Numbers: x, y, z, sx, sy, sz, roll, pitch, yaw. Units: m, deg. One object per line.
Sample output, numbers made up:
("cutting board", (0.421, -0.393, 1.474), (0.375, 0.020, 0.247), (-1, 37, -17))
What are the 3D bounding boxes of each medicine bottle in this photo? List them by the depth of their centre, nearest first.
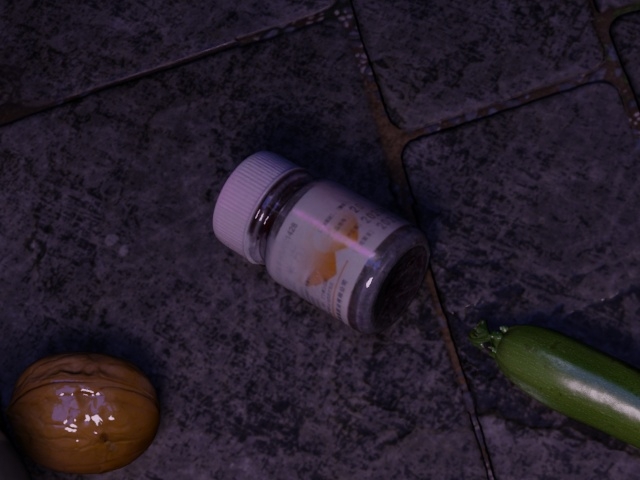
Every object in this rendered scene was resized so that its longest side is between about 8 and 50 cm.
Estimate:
("medicine bottle", (0.000, 0.000, 2.027), (0.273, 0.165, 0.165), (29, 75, 24))

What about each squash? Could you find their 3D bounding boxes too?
("squash", (0.358, 0.192, 1.887), (0.378, 0.101, 0.101), (27, 74, 24))

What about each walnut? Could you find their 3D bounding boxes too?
("walnut", (-0.320, 0.232, 1.992), (0.207, 0.167, 0.167), (2, 64, -8))

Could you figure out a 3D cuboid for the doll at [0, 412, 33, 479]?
("doll", (-0.457, 0.312, 1.906), (0.378, 0.252, 0.382), (-42, 63, 37))
